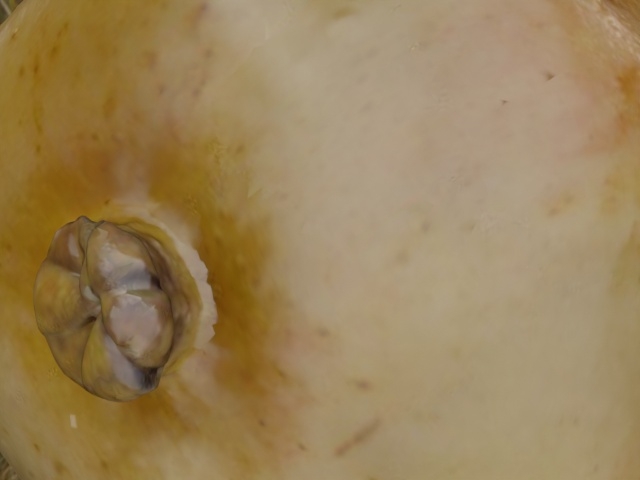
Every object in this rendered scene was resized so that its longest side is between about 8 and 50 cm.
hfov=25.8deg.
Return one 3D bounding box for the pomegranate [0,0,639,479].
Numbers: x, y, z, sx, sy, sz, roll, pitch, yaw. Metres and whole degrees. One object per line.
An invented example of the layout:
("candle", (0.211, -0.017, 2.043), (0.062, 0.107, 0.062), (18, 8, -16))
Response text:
("pomegranate", (0.000, 0.000, 0.689), (0.411, 0.411, 0.412), (1, 87, -9))
